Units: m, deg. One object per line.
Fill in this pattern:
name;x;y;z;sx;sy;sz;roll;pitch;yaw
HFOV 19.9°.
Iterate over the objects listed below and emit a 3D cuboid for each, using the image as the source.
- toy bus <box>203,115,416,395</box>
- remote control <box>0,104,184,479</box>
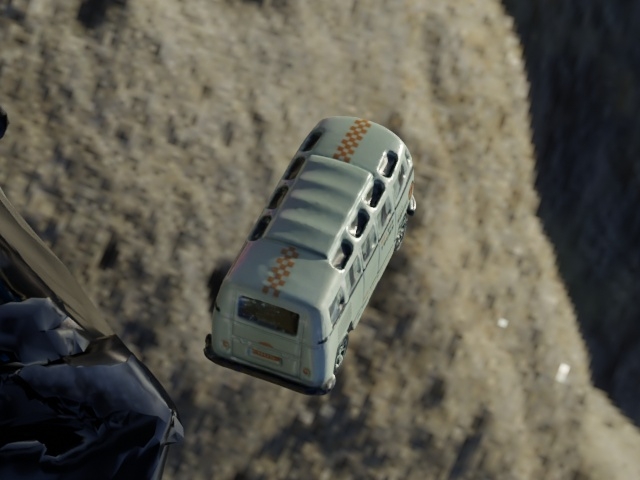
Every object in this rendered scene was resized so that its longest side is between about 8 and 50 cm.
toy bus;0.000;0.000;1.156;0.089;0.087;0.194;93;20;-48
remote control;-0.177;-0.050;0.443;0.144;0.399;0.062;-2;120;-42
